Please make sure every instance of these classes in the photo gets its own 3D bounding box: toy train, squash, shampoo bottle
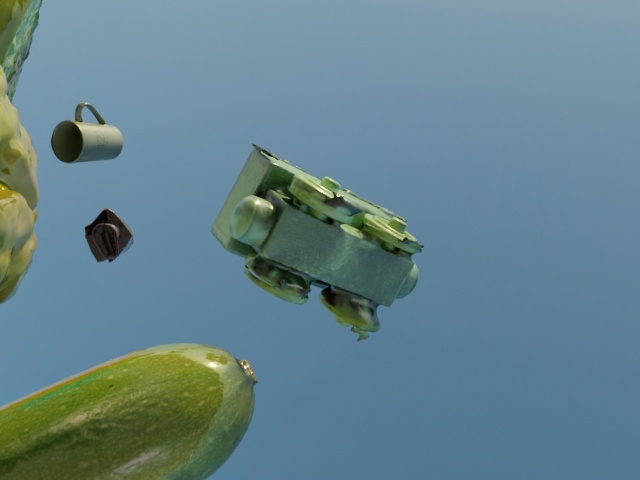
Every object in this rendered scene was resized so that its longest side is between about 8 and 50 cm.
[{"bbox_3d":[0.000,0.000,0.948,0.159,0.271,0.188,-61,-147,9],"label":"toy train"},{"bbox_3d":[-0.121,0.111,0.397,0.187,0.095,0.095,-28,-118,-2],"label":"squash"},{"bbox_3d":[-0.313,-0.004,1.119,0.067,0.236,0.068,-40,-84,-9],"label":"shampoo bottle"}]

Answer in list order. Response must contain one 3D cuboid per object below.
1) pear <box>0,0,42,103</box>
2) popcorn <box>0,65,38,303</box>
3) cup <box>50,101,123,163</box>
[{"bbox_3d":[-0.448,-0.174,0.705,0.342,0.317,0.239,-46,-156,46],"label":"pear"},{"bbox_3d":[-0.239,-0.004,0.313,0.259,0.259,0.212,-46,-122,3],"label":"popcorn"},{"bbox_3d":[-0.310,-0.140,0.996,0.054,0.083,0.075,-17,-91,26],"label":"cup"}]
